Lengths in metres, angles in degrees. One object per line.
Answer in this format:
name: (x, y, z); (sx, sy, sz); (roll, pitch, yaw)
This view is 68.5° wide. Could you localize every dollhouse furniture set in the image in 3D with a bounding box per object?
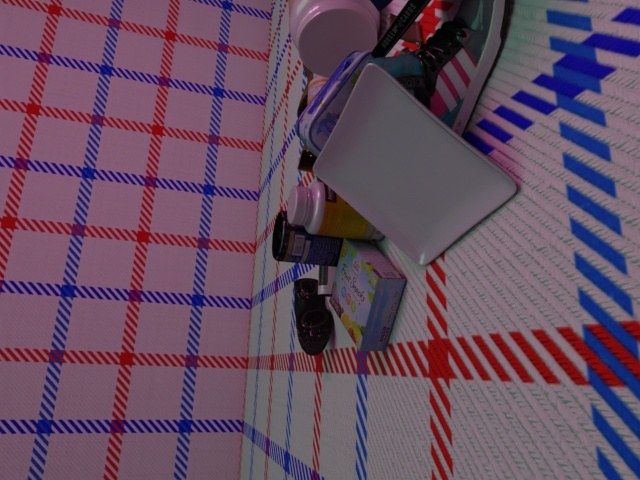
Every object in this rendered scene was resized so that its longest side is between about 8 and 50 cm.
dollhouse furniture set: (0.170, -0.389, 0.977); (0.058, 0.076, 0.152); (127, 145, -62)

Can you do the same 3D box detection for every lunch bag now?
lunch bag: (0.069, -0.241, 0.908); (0.219, 0.176, 0.090); (-54, 31, 0)

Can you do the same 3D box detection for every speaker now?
speaker: (0.022, 0.090, 1.327); (0.055, 0.055, 0.136); (145, 130, -68)

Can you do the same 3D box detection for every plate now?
plate: (0.137, -0.112, 0.770); (0.045, 0.277, 0.278); (-45, -6, -32)

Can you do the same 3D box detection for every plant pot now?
plant pot: (-0.031, -0.287, 1.608); (0.083, 0.081, 0.082); (-89, 14, -54)

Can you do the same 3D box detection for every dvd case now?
dvd case: (0.189, -0.433, 0.800); (0.239, 0.029, 0.179); (-55, 8, -21)

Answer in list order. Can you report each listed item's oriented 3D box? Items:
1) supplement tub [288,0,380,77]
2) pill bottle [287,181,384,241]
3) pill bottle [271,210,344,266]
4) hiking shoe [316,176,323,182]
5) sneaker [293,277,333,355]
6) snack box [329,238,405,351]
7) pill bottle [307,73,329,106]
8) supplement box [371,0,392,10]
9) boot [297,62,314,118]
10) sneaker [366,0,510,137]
supplement tub: (0.032, -0.616, 1.242); (0.235, 0.235, 0.325); (120, 151, -54)
pill bottle: (0.039, -0.066, 1.045); (0.117, 0.214, 0.118); (-174, 90, -73)
pill bottle: (0.000, 0.000, 1.143); (0.123, 0.219, 0.123); (-173, 90, -73)
hiking shoe: (0.056, -0.174, 1.299); (0.114, 0.086, 0.227); (-53, 38, 35)
sneaker: (-0.026, 0.238, 1.385); (0.286, 0.108, 0.130); (-96, 10, -56)
snack box: (0.095, 0.111, 1.032); (0.207, 0.070, 0.175); (-127, 45, -60)
pill bottle: (0.018, -0.421, 1.421); (0.117, 0.117, 0.209); (144, 130, -68)
supplement box: (0.148, -0.555, 0.658); (0.356, 0.194, 0.195); (-33, 46, 31)
boot: (-0.029, -0.582, 1.711); (0.236, 0.089, 0.270); (-59, 27, 32)
sneaker: (0.169, -0.290, 0.760); (0.124, 0.178, 0.296); (-113, 34, -59)
